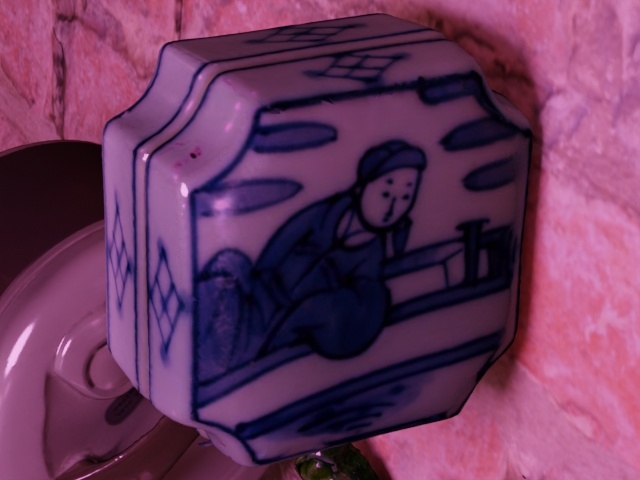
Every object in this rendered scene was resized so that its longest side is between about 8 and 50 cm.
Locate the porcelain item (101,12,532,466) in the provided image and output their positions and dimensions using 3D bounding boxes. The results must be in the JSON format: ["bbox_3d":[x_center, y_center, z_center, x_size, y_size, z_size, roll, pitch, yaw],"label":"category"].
[{"bbox_3d":[0.000,0.000,1.184,0.157,0.281,0.285,35,128,52],"label":"porcelain item"}]

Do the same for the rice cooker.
[{"bbox_3d":[-0.191,0.092,1.525,0.325,0.335,0.335,32,128,51],"label":"rice cooker"}]

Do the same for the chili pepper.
[{"bbox_3d":[0.018,0.248,1.454,0.122,0.065,0.278,0,104,25],"label":"chili pepper"}]
